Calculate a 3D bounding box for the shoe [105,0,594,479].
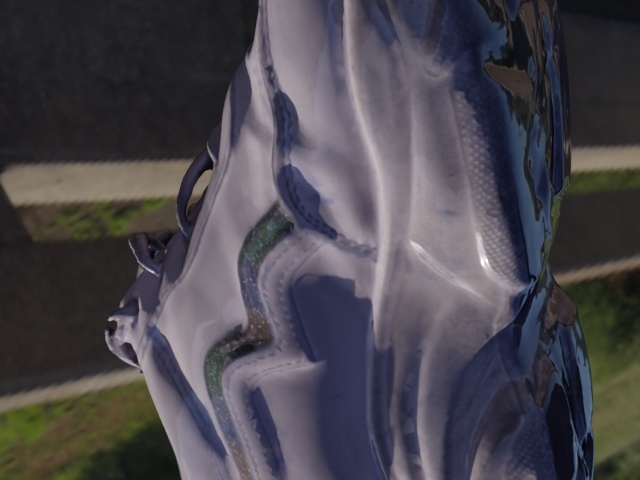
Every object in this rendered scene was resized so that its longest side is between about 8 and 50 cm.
[{"bbox_3d":[0.000,0.000,0.389,0.138,0.245,0.095,-3,-153,16],"label":"shoe"}]
